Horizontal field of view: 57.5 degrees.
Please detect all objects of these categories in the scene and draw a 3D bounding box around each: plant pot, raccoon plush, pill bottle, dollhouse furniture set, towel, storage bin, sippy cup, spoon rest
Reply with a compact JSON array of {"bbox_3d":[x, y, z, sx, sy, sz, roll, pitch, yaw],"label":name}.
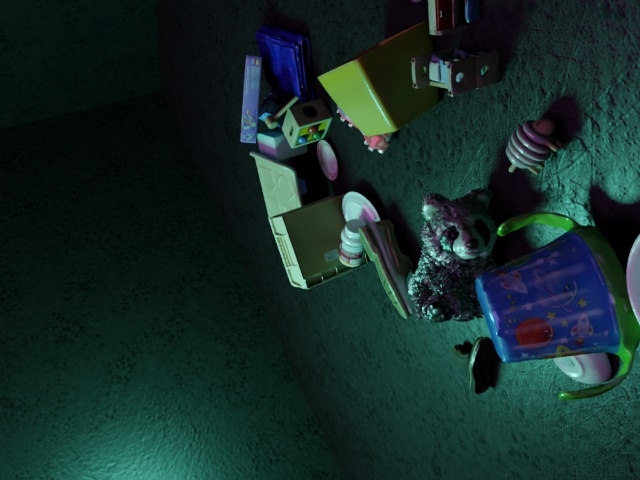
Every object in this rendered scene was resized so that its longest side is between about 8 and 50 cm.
[{"bbox_3d":[0.157,-0.368,1.386,0.187,0.212,0.212,61,161,-15],"label":"plant pot"},{"bbox_3d":[0.280,0.025,1.445,0.446,0.216,0.300,-176,75,-67],"label":"raccoon plush"},{"bbox_3d":[0.106,0.005,1.856,0.086,0.086,0.152,54,153,35],"label":"pill bottle"},{"bbox_3d":[0.266,-0.402,1.170,0.129,0.128,0.184,35,140,55],"label":"dollhouse furniture set"},{"bbox_3d":[-0.126,-0.606,1.996,0.308,0.076,0.228,41,144,50],"label":"towel"},{"bbox_3d":[0.000,0.000,1.983,0.123,0.262,0.261,-7,103,65],"label":"storage bin"},{"bbox_3d":[0.409,0.113,1.050,0.306,0.223,0.240,-91,-18,-59],"label":"sippy cup"},{"bbox_3d":[0.505,0.181,1.220,0.276,0.084,0.137,55,159,1],"label":"spoon rest"}]

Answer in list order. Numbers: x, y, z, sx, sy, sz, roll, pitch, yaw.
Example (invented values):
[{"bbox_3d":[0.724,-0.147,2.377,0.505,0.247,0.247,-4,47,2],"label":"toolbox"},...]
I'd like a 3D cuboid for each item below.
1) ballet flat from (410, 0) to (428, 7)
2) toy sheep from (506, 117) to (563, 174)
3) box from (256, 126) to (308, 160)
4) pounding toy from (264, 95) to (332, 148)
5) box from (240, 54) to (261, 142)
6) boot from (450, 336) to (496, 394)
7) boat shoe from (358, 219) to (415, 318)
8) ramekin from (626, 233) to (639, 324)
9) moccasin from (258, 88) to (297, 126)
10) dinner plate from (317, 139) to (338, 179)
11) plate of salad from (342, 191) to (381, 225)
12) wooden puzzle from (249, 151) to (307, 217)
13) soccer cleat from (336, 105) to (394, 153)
[{"bbox_3d":[0.222,-0.550,1.227,0.203,0.074,0.074,-14,96,69],"label":"ballet flat"},{"bbox_3d":[0.401,-0.178,1.112,0.091,0.091,0.132,57,137,29],"label":"toy sheep"},{"bbox_3d":[-0.145,-0.367,2.177,0.170,0.130,0.091,32,137,58],"label":"box"},{"bbox_3d":[-0.071,-0.380,1.887,0.094,0.205,0.181,63,157,16],"label":"pounding toy"},{"bbox_3d":[-0.251,-0.501,2.096,0.201,0.057,0.294,-128,42,-77],"label":"box"},{"bbox_3d":[0.397,0.304,1.571,0.137,0.076,0.198,-128,28,-48],"label":"boot"},{"bbox_3d":[0.221,0.078,1.726,0.113,0.103,0.303,108,137,-79],"label":"boat shoe"},{"bbox_3d":[0.591,0.067,0.809,0.277,0.135,0.277,49,150,41],"label":"ramekin"},{"bbox_3d":[-0.144,-0.467,2.071,0.342,0.137,0.117,-115,46,-75],"label":"moccasin"},{"bbox_3d":[0.028,-0.277,2.000,0.141,0.017,0.141,49,150,42],"label":"dinner plate"},{"bbox_3d":[0.141,-0.069,1.873,0.200,0.048,0.200,40,147,34],"label":"plate of salad"},{"bbox_3d":[-0.125,-0.159,2.174,0.322,0.080,0.348,30,142,55],"label":"wooden puzzle"},{"bbox_3d":[0.130,-0.344,1.642,0.095,0.083,0.248,-57,45,28],"label":"soccer cleat"}]
